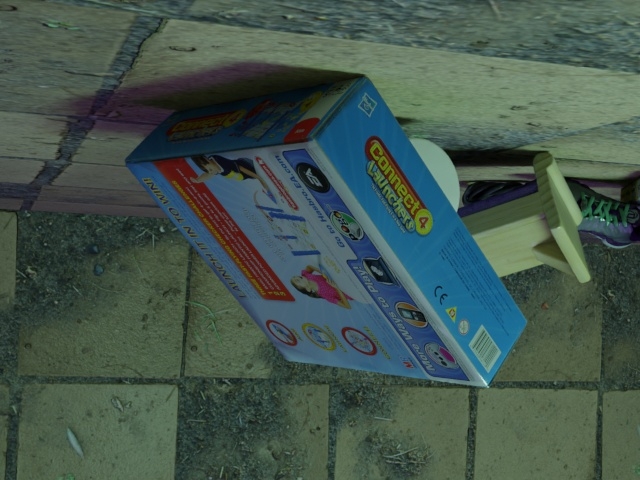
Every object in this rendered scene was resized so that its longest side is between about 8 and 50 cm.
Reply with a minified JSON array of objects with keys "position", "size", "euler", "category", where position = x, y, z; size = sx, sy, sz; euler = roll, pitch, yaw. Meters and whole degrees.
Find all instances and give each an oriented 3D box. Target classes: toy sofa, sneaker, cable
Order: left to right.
[{"position":[0.159,0.000,1.371],"size":[0.363,0.177,0.150],"euler":[-19,143,20],"category":"toy sofa"},{"position":[0.322,-0.069,1.696],"size":[0.185,0.047,0.150],"euler":[4,177,-24],"category":"cable"},{"position":[0.425,-0.048,1.551],"size":[0.224,0.083,0.098],"euler":[15,166,-32],"category":"sneaker"}]

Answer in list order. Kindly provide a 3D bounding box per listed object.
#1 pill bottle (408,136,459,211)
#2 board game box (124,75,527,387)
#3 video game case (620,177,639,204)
[{"position":[0.031,-0.049,1.167],"size":[0.152,0.152,0.272],"euler":[4,177,-30],"category":"pill bottle"},{"position":[0.000,0.000,1.009],"size":[0.302,0.086,0.308],"euler":[0,134,50],"category":"board game box"},{"position":[0.605,-0.070,1.532],"size":[0.275,0.035,0.248],"euler":[2,178,8],"category":"video game case"}]
